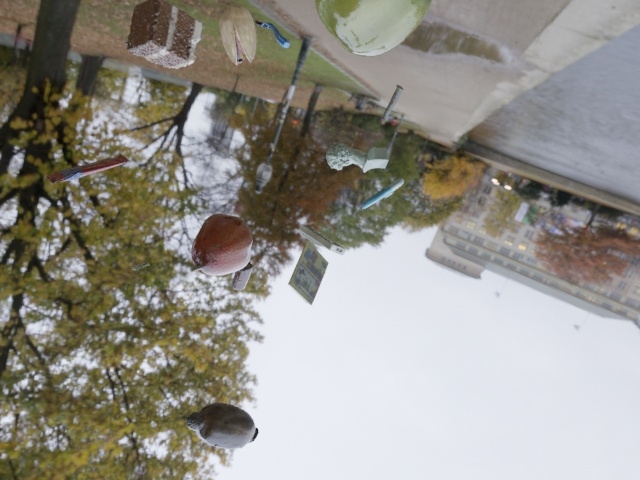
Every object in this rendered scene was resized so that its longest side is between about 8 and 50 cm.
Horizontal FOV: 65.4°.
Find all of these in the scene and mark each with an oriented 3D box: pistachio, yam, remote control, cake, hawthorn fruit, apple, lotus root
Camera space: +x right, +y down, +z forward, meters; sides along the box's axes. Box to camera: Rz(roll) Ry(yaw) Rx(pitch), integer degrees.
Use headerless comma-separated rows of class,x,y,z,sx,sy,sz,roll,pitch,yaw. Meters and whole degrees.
pistachio,-0.346,-0.868,2.113,0.158,0.229,0.157,-7,-155,3
yam,-0.384,0.169,2.431,0.079,0.141,0.079,16,-149,-10
remote control,0.001,-0.001,1.993,0.090,0.049,0.230,24,-175,-44
cake,-0.413,-0.543,1.324,0.135,0.135,0.147,7,176,38
yam,0.274,-0.530,1.901,0.033,0.129,0.027,40,-140,12
hawthorn fruit,-0.328,0.031,1.587,0.200,0.199,0.251,24,-142,13
apple,0.189,-0.796,1.642,0.311,0.361,0.320,54,-150,-8
lotus root,-0.260,0.490,1.327,0.210,0.120,0.120,27,-170,-31

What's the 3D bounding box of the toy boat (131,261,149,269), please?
toy boat,-0.774,0.111,2.139,0.063,0.016,0.115,-24,-171,-27

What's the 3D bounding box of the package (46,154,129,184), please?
package,-0.621,-0.191,1.335,0.201,0.022,0.083,-25,-150,-29

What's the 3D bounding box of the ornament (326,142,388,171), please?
ornament,0.165,-0.373,2.245,0.286,0.120,0.130,4,153,11

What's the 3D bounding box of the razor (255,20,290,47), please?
razor,-0.200,-0.909,2.182,0.082,0.042,0.253,3,-141,-40

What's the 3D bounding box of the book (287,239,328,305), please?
book,-0.043,0.122,1.845,0.013,0.192,0.168,3,148,35

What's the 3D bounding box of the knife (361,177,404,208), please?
knife,0.216,-0.161,1.748,0.031,0.222,0.064,48,-127,-8
